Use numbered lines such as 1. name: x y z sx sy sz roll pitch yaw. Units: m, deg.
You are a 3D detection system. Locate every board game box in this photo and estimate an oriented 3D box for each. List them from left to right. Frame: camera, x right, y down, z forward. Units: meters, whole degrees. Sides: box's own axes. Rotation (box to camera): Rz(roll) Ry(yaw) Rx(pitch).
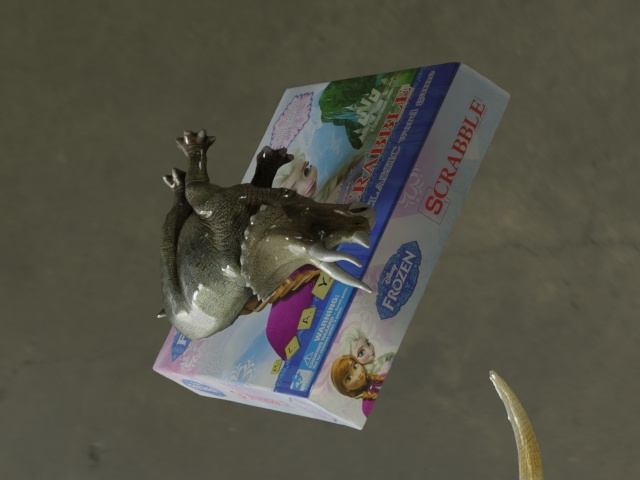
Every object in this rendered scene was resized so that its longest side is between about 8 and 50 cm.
1. board game box: 0.000 0.000 1.497 0.318 0.066 0.318 -1 61 61

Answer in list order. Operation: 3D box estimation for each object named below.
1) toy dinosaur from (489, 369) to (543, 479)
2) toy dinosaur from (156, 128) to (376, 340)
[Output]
1. toy dinosaur: 0.066 0.138 0.561 0.053 0.093 0.183 35 111 45
2. toy dinosaur: -0.091 0.013 1.391 0.313 0.121 0.160 -36 46 42
